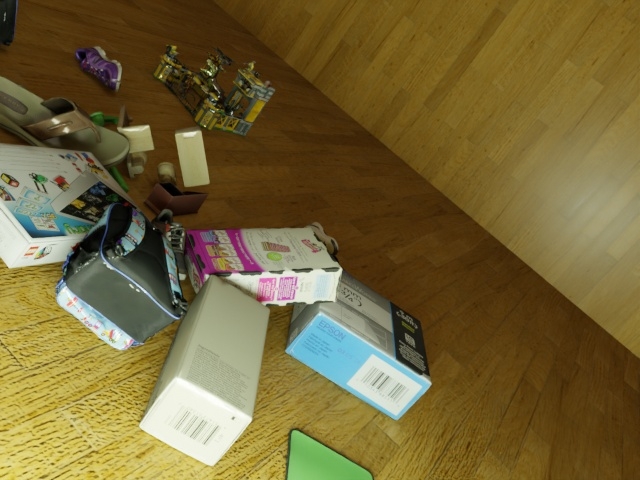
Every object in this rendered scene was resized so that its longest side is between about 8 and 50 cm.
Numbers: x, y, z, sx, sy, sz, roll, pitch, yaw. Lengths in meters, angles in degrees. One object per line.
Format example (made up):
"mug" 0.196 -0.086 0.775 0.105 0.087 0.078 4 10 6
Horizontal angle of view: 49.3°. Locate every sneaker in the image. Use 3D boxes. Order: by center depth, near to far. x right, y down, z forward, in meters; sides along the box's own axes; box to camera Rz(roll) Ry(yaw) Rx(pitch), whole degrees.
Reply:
"sneaker" -0.255 0.001 1.171 0.061 0.065 0.158 19 26 -42
"sneaker" -0.528 -0.406 1.655 0.071 0.068 0.170 -12 41 -45
"sneaker" 0.000 0.000 1.665 0.043 0.040 0.109 -11 46 -44

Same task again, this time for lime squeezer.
"lime squeezer" -0.427 -0.209 1.367 0.109 0.059 0.310 24 22 -32

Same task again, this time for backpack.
"backpack" -0.268 0.039 0.955 0.158 0.116 0.173 46 15 -31
"backpack" -0.683 -0.470 1.427 0.084 0.114 0.105 23 15 24

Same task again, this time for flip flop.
"flip flop" -0.467 -0.215 1.221 0.277 0.080 0.112 30 46 -14

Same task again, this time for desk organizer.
"desk organizer" -0.275 -0.081 1.345 0.047 0.050 0.130 42 20 13

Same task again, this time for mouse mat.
"mouse mat" 0.015 0.347 0.944 0.152 0.007 0.190 33 21 -11

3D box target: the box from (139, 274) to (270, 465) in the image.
"box" -0.147 0.163 0.949 0.113 0.094 0.275 33 19 -11

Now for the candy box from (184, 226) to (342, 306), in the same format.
"candy box" -0.101 0.043 1.181 0.233 0.071 0.159 -2 28 -21

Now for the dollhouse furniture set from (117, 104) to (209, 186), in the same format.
"dollhouse furniture set" -0.310 -0.191 1.391 0.151 0.144 0.123 -9 33 -8

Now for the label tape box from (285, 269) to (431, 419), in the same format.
"label tape box" 0.072 0.153 1.330 0.240 0.106 0.334 34 20 -11

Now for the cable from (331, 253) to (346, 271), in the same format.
"cable" -0.004 0.037 1.535 0.184 0.047 0.150 36 12 -1

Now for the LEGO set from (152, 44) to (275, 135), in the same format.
"LEGO set" -0.289 -0.455 1.950 0.254 0.192 0.331 12 31 -50

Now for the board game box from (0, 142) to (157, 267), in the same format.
"board game box" -0.391 -0.058 1.030 0.193 0.053 0.305 48 16 11

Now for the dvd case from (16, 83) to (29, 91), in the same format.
"dvd case" -0.556 -0.256 1.316 0.119 0.013 0.087 41 20 9
